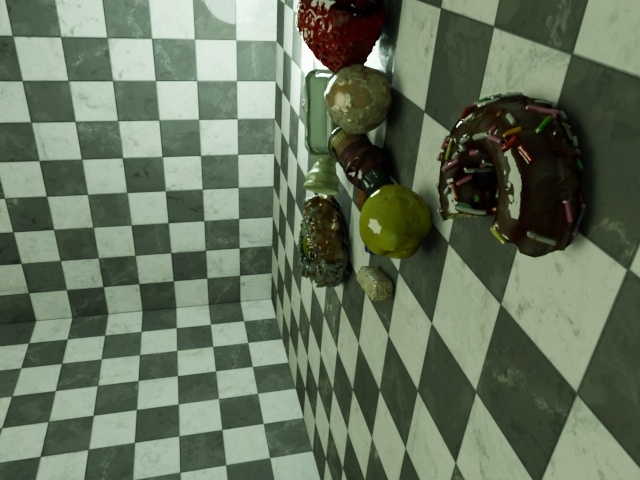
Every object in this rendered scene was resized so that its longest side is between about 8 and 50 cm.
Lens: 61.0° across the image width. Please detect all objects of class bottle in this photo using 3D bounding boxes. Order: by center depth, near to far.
[{"bbox_3d":[0.127,-0.241,1.676,0.271,0.156,0.143,61,148,37],"label":"bottle"}]

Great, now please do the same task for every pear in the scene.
[{"bbox_3d":[0.195,-0.050,1.420,0.200,0.200,0.200,176,90,-76],"label":"pear"}]

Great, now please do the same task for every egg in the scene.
[{"bbox_3d":[0.114,-0.423,1.624,0.245,0.203,0.203,-97,8,-69],"label":"egg"}]

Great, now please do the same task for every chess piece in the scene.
[{"bbox_3d":[0.023,-0.317,2.132,0.144,0.144,0.251,162,118,-76],"label":"chess piece"}]

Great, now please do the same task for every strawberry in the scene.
[{"bbox_3d":[0.049,-0.656,1.642,0.310,0.291,0.292,-51,41,45],"label":"strawberry"}]

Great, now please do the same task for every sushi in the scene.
[{"bbox_3d":[0.000,0.004,2.252,0.417,0.175,0.418,176,90,-76],"label":"sushi"}]

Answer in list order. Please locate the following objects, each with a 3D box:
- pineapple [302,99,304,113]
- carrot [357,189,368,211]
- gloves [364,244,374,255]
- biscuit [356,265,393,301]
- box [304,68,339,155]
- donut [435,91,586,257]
[{"bbox_3d":[-0.011,-0.546,2.193,0.340,0.169,0.169,-127,35,-70],"label":"pineapple"},{"bbox_3d":[0.150,-0.178,1.859,0.057,0.057,0.224,-108,17,-46],"label":"carrot"},{"bbox_3d":[0.172,0.016,1.864,0.086,0.026,0.064,-146,56,-73],"label":"gloves"},{"bbox_3d":[0.175,0.135,1.767,0.168,0.082,0.070,-125,36,-66],"label":"biscuit"},{"bbox_3d":[0.053,-0.454,1.947,0.182,0.175,0.312,-147,54,-63],"label":"box"},{"bbox_3d":[0.324,-0.131,0.977,0.345,0.136,0.259,-135,40,-68],"label":"donut"}]
